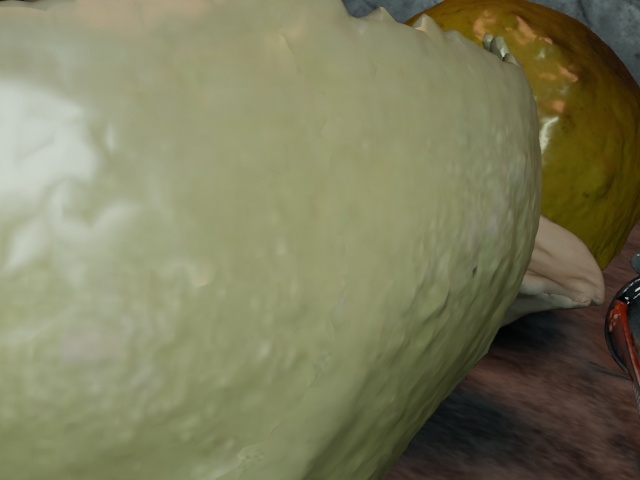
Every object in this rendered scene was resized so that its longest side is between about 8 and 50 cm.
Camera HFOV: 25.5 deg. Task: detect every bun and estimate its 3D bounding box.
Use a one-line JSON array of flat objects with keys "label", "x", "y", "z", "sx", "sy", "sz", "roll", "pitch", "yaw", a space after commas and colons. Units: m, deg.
[{"label": "bun", "x": -0.105, "y": 0.034, "z": 0.471, "sx": 0.364, "sy": 0.202, "sz": 0.364, "roll": -4, "pitch": 1, "yaw": 0}]

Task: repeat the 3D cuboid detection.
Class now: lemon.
[{"label": "lemon", "x": 0.148, "y": -0.071, "z": 1.209, "sx": 0.285, "sy": 0.285, "sz": 0.316, "roll": 18, "pitch": -18, "yaw": -1}]

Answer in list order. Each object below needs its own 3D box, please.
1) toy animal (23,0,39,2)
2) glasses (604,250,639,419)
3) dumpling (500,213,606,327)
[{"label": "toy animal", "x": -0.173, "y": -0.205, "z": 1.412, "sx": 0.265, "sy": 0.272, "sz": 0.206, "roll": 6, "pitch": -12, "yaw": 3}, {"label": "glasses", "x": 0.334, "y": 0.110, "z": 1.043, "sx": 0.234, "sy": 0.118, "sz": 0.268, "roll": 20, "pitch": 14, "yaw": 1}, {"label": "dumpling", "x": 0.003, "y": 0.002, "z": 0.902, "sx": 0.341, "sy": 0.181, "sz": 0.260, "roll": 33, "pitch": 10, "yaw": 4}]
